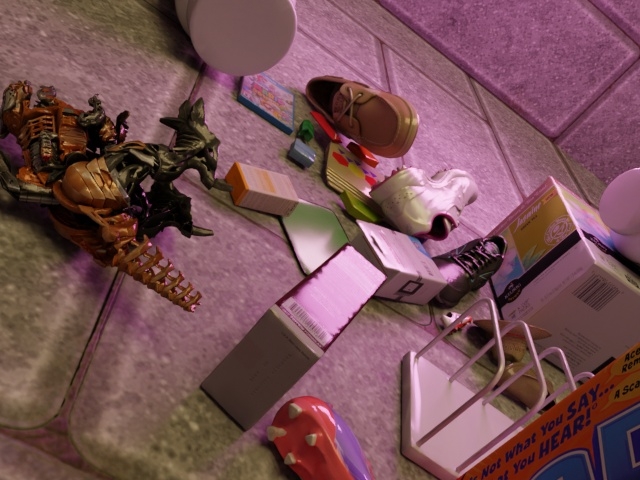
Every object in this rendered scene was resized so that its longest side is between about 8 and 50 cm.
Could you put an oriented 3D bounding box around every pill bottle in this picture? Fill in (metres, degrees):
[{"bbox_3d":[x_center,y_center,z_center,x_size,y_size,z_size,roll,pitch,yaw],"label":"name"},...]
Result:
[{"bbox_3d":[-0.172,-0.491,1.410,0.224,0.224,0.392,24,31,-32],"label":"pill bottle"},{"bbox_3d":[0.679,-0.009,1.394,0.323,0.181,0.181,29,29,-27],"label":"pill bottle"}]

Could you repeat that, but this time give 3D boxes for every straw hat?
[{"bbox_3d":[0.319,0.177,1.248,0.145,0.145,0.061,21,75,-37],"label":"straw hat"}]

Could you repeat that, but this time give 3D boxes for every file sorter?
[{"bbox_3d":[0.267,0.235,0.970,0.278,0.173,0.192,35,26,-13],"label":"file sorter"}]

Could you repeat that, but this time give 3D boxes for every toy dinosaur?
[{"bbox_3d":[-0.228,-0.051,0.806,0.218,0.164,0.321,-16,80,-44],"label":"toy dinosaur"}]

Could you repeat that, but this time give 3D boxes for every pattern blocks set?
[{"bbox_3d":[0.081,-0.106,1.395,0.325,0.026,0.285,39,26,-7],"label":"pattern blocks set"}]

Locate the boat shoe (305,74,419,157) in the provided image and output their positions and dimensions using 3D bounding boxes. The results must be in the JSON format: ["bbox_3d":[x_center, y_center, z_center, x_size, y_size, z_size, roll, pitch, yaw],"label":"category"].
[{"bbox_3d":[0.071,-0.250,1.460,0.110,0.121,0.341,13,14,-31],"label":"boat shoe"}]

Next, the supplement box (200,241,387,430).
[{"bbox_3d":[-0.021,0.097,0.830,0.073,0.130,0.239,44,25,5],"label":"supplement box"}]

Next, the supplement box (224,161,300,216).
[{"bbox_3d":[-0.087,-0.075,1.099,0.099,0.036,0.062,12,38,-37],"label":"supplement box"}]

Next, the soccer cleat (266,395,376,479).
[{"bbox_3d":[0.037,0.259,0.726,0.095,0.083,0.248,12,36,-53],"label":"soccer cleat"}]

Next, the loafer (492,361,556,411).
[{"bbox_3d":[0.337,0.239,1.191,0.148,0.056,0.050,22,26,-35],"label":"loafer"}]

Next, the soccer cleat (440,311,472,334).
[{"bbox_3d":[0.228,0.133,1.234,0.083,0.029,0.035,-12,62,-53],"label":"soccer cleat"}]

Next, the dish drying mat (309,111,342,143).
[{"bbox_3d":[0.011,-0.221,1.435,0.032,0.008,0.083,1,47,-52],"label":"dish drying mat"}]

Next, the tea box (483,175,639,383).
[{"bbox_3d":[0.536,0.099,1.491,0.329,0.220,0.323,32,27,-20],"label":"tea box"}]

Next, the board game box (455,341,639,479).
[{"bbox_3d":[0.342,0.370,0.656,0.356,0.356,0.356,36,27,-13],"label":"board game box"}]

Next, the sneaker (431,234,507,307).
[{"bbox_3d":[0.260,0.041,1.332,0.101,0.106,0.267,50,28,13],"label":"sneaker"}]

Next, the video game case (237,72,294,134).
[{"bbox_3d":[-0.101,-0.274,1.414,0.119,0.015,0.166,31,28,-20],"label":"video game case"}]

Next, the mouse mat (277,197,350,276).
[{"bbox_3d":[0.000,0.000,1.147,0.153,0.007,0.189,17,37,-41],"label":"mouse mat"}]

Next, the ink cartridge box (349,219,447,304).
[{"bbox_3d":[0.112,0.037,1.172,0.180,0.060,0.104,16,37,-48],"label":"ink cartridge box"}]

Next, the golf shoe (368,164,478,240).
[{"bbox_3d":[0.213,-0.058,1.371,0.306,0.115,0.140,-6,63,-49],"label":"golf shoe"}]
